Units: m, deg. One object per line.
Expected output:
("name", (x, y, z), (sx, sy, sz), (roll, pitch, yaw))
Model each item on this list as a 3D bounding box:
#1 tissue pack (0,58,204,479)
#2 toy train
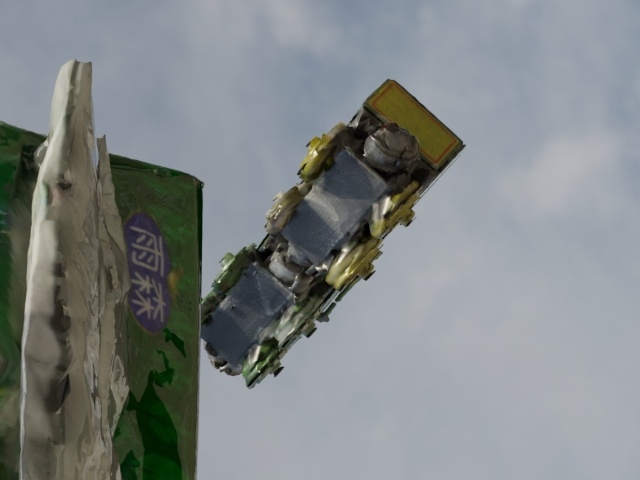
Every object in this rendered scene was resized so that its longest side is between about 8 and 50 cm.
("tissue pack", (-0.113, 0.057, 0.603), (0.148, 0.156, 0.209), (19, -125, -31))
("toy train", (0.000, 0.000, 0.835), (0.060, 0.202, 0.081), (42, -131, 3))
